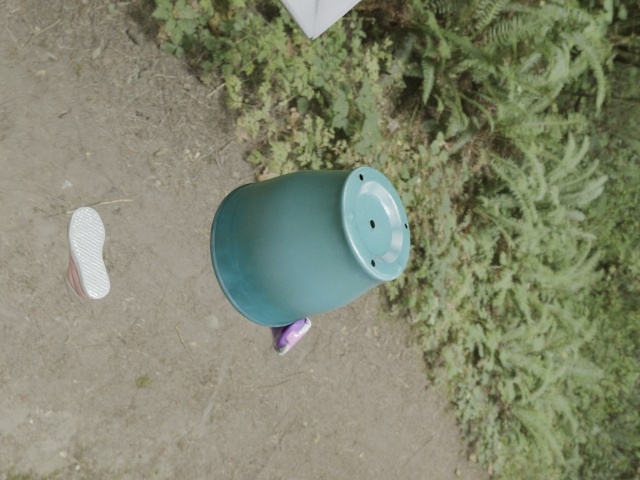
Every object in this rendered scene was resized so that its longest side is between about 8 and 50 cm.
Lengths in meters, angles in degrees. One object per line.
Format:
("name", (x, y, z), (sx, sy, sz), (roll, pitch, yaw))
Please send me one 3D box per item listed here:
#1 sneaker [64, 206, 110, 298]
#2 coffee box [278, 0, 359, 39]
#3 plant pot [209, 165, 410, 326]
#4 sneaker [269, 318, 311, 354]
("sneaker", (-0.349, 0.022, 0.669), (0.050, 0.070, 0.135), (-7, 84, -49))
("coffee box", (-0.037, -0.318, 0.456), (0.098, 0.247, 0.141), (-36, 128, 14))
("plant pot", (0.000, 0.000, 0.776), (0.271, 0.255, 0.272), (19, 65, -46))
("sneaker", (-0.091, 0.157, 0.973), (0.095, 0.236, 0.105), (-42, 104, -1))
